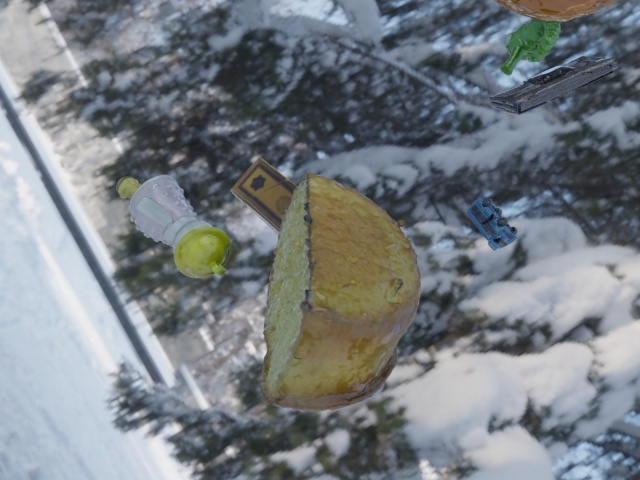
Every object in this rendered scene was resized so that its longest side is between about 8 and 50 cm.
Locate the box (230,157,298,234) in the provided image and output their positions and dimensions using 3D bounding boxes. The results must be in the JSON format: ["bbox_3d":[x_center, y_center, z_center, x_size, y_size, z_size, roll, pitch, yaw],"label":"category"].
[{"bbox_3d":[0.000,0.000,1.605,0.301,0.084,0.193,40,-4,40],"label":"box"}]

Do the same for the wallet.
[{"bbox_3d":[0.456,-0.309,1.869,0.042,0.230,0.124,67,-10,-21],"label":"wallet"}]

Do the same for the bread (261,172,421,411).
[{"bbox_3d":[0.033,0.068,1.230,0.340,0.179,0.194,-90,-162,-52],"label":"bread"}]

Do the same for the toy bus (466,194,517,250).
[{"bbox_3d":[0.256,-0.026,1.417,0.038,0.046,0.083,36,18,-44],"label":"toy bus"}]

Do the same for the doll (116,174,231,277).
[{"bbox_3d":[-0.185,-0.019,1.227,0.207,0.081,0.129,42,5,33],"label":"doll"}]

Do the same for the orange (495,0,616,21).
[{"bbox_3d":[0.266,-0.375,1.049,0.261,0.261,0.261,56,-13,20],"label":"orange"}]

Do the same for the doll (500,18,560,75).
[{"bbox_3d":[0.305,-0.289,1.362,0.050,0.115,0.190,28,2,-7],"label":"doll"}]
